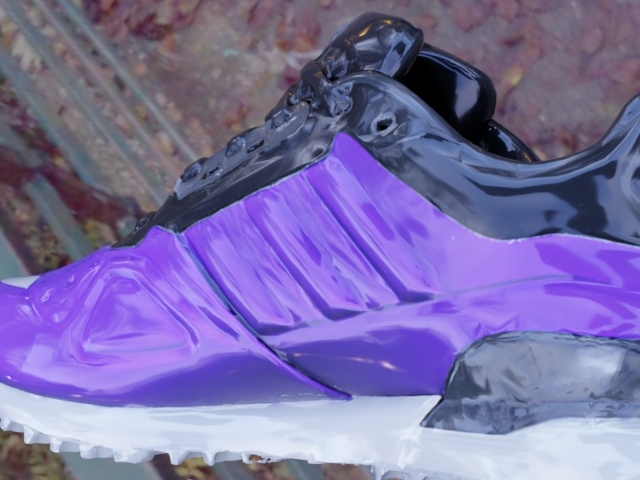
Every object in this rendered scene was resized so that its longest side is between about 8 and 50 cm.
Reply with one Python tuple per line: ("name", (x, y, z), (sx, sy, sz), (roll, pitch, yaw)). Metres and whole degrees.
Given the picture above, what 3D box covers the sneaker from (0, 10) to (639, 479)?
("sneaker", (0.001, 0.000, 0.411), (0.293, 0.102, 0.146), (1, 89, 30))
